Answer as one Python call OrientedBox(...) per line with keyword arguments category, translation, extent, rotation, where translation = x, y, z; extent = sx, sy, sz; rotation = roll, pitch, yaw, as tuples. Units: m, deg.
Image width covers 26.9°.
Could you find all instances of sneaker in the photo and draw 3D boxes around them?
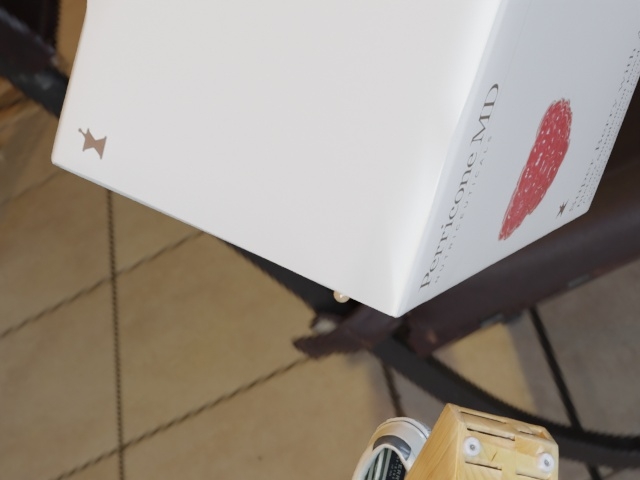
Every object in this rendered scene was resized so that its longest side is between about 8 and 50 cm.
OrientedBox(category="sneaker", translation=(0.049, 0.296, 1.272), extent=(0.094, 0.258, 0.091), rotation=(9, 6, 23))

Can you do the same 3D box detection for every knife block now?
OrientedBox(category="knife block", translation=(0.063, 0.277, 0.981), extent=(0.242, 0.088, 0.275), rotation=(-29, 50, 57))

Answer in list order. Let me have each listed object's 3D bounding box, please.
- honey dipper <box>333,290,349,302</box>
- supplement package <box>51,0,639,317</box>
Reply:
OrientedBox(category="honey dipper", translation=(0.000, 0.000, 1.487), extent=(0.030, 0.030, 0.160), rotation=(-28, 59, 7))
OrientedBox(category="supplement package", translation=(0.042, -0.100, 0.637), extent=(0.175, 0.177, 0.293), rotation=(24, 19, 20))
